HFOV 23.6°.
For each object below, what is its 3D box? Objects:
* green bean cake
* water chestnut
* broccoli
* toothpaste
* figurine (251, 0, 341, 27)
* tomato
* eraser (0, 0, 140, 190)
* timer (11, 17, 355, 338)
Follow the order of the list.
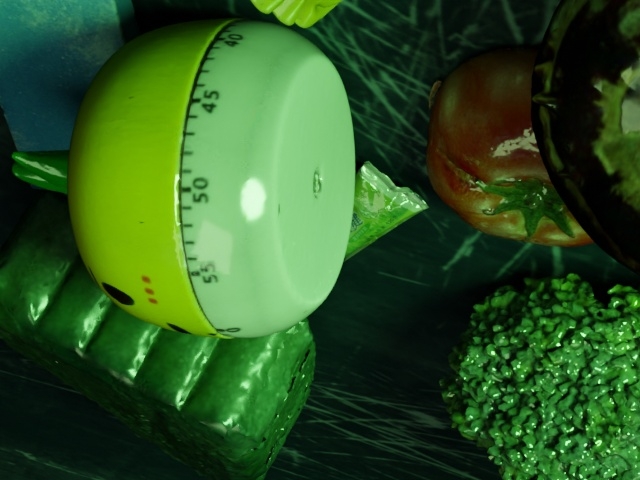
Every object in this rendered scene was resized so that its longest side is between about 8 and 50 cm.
[{"bbox_3d":[-0.161,0.095,1.502,0.308,0.169,0.300,27,164,6],"label":"green bean cake"},{"bbox_3d":[0.301,-0.098,1.099,0.300,0.300,0.300,9,143,7],"label":"water chestnut"},{"bbox_3d":[0.315,0.169,1.414,0.317,0.277,0.338,14,157,-34],"label":"broccoli"},{"bbox_3d":[0.000,0.000,1.469,0.078,0.047,0.248,36,137,-19],"label":"toothpaste"},{"bbox_3d":[0.084,-0.280,0.988,0.315,0.168,0.187,-25,172,29],"label":"figurine"},{"bbox_3d":[0.189,-0.062,1.297,0.225,0.085,0.225,7,144,5],"label":"tomato"},{"bbox_3d":[-0.221,-0.151,1.343,0.144,0.042,0.312,5,143,11],"label":"eraser"},{"bbox_3d":[-0.127,-0.053,1.263,0.285,0.285,0.285,9,143,7],"label":"timer"}]
